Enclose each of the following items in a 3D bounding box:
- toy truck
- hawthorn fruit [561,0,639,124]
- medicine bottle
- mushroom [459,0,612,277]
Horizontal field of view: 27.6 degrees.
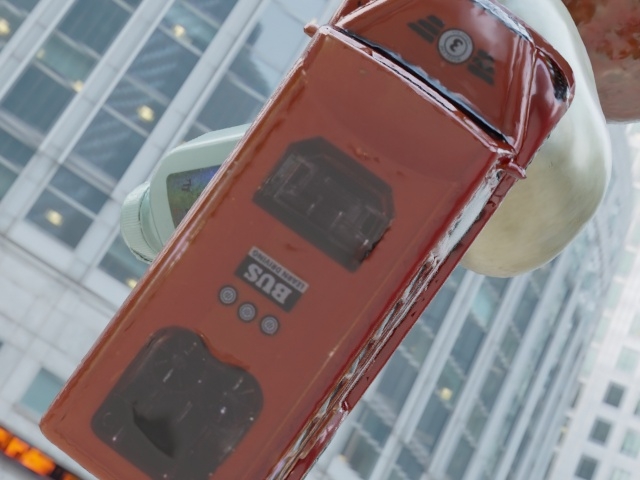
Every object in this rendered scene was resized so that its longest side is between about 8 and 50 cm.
[{"bbox_3d":[0.000,0.000,0.531,0.107,0.252,0.114,35,0,7],"label":"toy truck"},{"bbox_3d":[0.340,-0.337,1.429,0.403,0.403,0.403,21,-29,13],"label":"hawthorn fruit"},{"bbox_3d":[-0.058,-0.024,0.982,0.229,0.083,0.121,-7,-73,42],"label":"medicine bottle"},{"bbox_3d":[0.110,-0.095,1.065,0.234,0.260,0.254,-16,-63,17],"label":"mushroom"}]
